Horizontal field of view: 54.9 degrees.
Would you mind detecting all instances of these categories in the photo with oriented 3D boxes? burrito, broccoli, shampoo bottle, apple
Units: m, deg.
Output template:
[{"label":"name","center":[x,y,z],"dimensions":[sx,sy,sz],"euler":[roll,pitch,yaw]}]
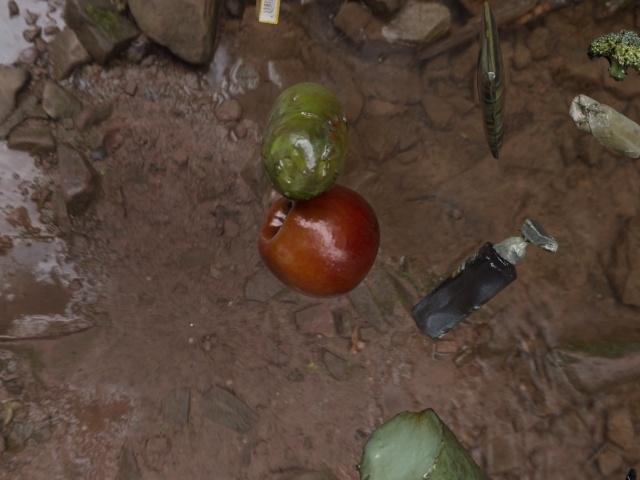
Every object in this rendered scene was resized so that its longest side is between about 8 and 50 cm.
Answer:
[{"label":"burrito","center":[0.478,-0.184,1.016],"dimensions":[0.188,0.045,0.058],"euler":[18,111,-29]},{"label":"broccoli","center":[0.537,-0.332,1.107],"dimensions":[0.097,0.095,0.092],"euler":[6,115,1]},{"label":"shampoo bottle","center":[0.209,0.051,0.801],"dimensions":[0.064,0.207,0.057],"euler":[34,32,-15]},{"label":"apple","center":[0.000,0.000,1.147],"dimensions":[0.201,0.218,0.218],"euler":[31,77,-24]}]

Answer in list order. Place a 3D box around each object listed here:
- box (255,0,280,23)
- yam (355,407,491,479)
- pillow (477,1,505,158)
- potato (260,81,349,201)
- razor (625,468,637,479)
[{"label":"box","center":[-0.084,-0.545,1.130],"dimensions":[0.044,0.152,0.269],"euler":[5,114,-12]},{"label":"yam","center":[0.221,0.478,1.131],"dimensions":[0.195,0.195,0.300],"euler":[-42,103,-14]},{"label":"pillow","center":[0.321,-0.298,1.161],"dimensions":[0.052,0.212,0.208],"euler":[-5,53,17]},{"label":"potato","center":[-0.027,-0.174,1.061],"dimensions":[0.141,0.298,0.176],"euler":[34,118,-20]},{"label":"razor","center":[0.382,0.375,0.730],"dimensions":[0.042,0.253,0.081],"euler":[11,106,21]}]
